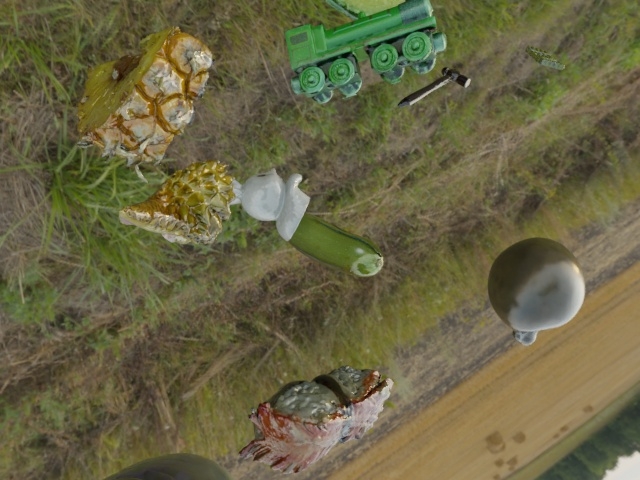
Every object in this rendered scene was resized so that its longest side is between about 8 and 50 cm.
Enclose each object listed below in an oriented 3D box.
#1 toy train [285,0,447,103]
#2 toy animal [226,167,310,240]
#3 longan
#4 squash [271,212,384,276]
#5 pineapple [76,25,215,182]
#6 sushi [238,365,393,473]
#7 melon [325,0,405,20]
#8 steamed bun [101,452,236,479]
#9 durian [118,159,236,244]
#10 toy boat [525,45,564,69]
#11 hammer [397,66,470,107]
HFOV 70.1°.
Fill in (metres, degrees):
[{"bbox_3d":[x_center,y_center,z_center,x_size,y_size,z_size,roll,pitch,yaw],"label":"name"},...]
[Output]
[{"bbox_3d":[0.066,-0.302,0.719,0.251,0.119,0.085,-12,178,17],"label":"toy train"},{"bbox_3d":[-0.132,-0.100,0.898,0.131,0.220,0.104,-64,-177,-1],"label":"toy animal"},{"bbox_3d":[0.387,0.096,0.832,0.184,0.159,0.205,-14,115,-42],"label":"longan"},{"bbox_3d":[0.000,0.000,0.976,0.094,0.340,0.095,-25,126,-39],"label":"squash"},{"bbox_3d":[-0.208,-0.138,0.495,0.079,0.233,0.135,18,83,-40],"label":"pineapple"},{"bbox_3d":[0.006,0.320,0.857,0.331,0.129,0.124,-7,112,-48],"label":"sushi"},{"bbox_3d":[0.147,-0.515,0.853,0.129,0.264,0.169,46,52,-34],"label":"melon"},{"bbox_3d":[-0.210,0.385,0.505,0.345,0.394,0.238,3,112,-2],"label":"steamed bun"},{"bbox_3d":[-0.175,-0.035,0.604,0.140,0.078,0.224,-46,176,21],"label":"durian"},{"bbox_3d":[0.545,-0.446,1.111,0.063,0.115,0.016,12,127,-8],"label":"toy boat"},{"bbox_3d":[0.208,-0.282,0.847,0.178,0.065,0.021,-34,148,-31],"label":"hammer"}]
